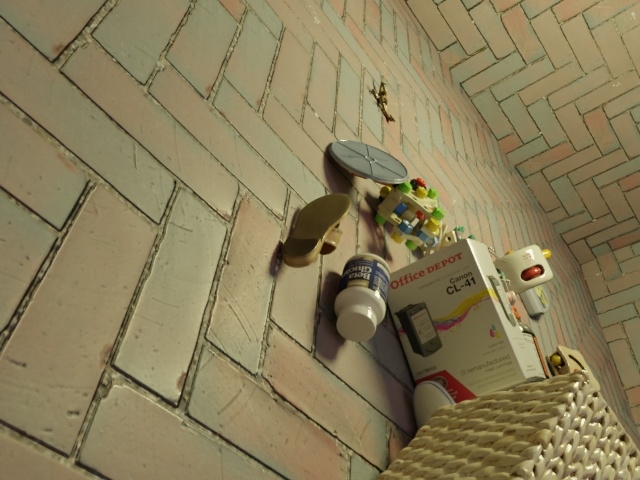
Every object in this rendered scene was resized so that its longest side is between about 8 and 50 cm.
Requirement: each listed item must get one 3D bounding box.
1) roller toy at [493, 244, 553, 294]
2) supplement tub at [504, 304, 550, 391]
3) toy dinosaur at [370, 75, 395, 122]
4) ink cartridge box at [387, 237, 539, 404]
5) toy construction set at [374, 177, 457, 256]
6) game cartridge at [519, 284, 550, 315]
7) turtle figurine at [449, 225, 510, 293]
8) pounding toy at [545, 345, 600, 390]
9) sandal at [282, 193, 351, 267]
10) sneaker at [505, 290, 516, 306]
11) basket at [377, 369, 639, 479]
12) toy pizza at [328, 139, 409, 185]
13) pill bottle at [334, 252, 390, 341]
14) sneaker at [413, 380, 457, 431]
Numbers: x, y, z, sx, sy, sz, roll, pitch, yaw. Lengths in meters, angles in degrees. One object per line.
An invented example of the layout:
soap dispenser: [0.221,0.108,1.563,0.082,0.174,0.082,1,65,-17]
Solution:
roller toy: [0.675,0.101,2.062,0.191,0.209,0.146,-6,70,-55]
supplement tub: [0.420,0.329,1.397,0.207,0.207,0.337,34,38,-44]
toy dinosaur: [0.193,-0.455,1.908,0.092,0.053,0.183,41,38,-64]
ink cartridge box: [0.286,0.181,1.277,0.131,0.226,0.306,14,53,-58]
toy construction set: [0.252,-0.057,1.517,0.215,0.151,0.328,47,11,25]
game cartridge: [0.856,0.204,2.449,0.294,0.060,0.196,-13,81,-62]
turtle figurine: [0.481,0.066,1.846,0.175,0.118,0.234,55,8,-47]
pounding toy: [0.891,0.532,2.190,0.154,0.154,0.269,4,48,-27]
sandal: [-0.006,-0.001,1.126,0.240,0.088,0.079,-56,147,-53]
sneaker: [0.600,0.217,2.000,0.134,0.070,0.051,76,-2,-51]
basket: [0.278,0.404,0.892,0.328,0.331,0.266,-30,88,-45]
toy pizza: [0.111,-0.178,1.428,0.201,0.032,0.201,16,29,-9]
pill bottle: [0.077,0.106,1.122,0.094,0.094,0.169,51,29,-21]
sneaker: [0.225,0.386,1.126,0.091,0.094,0.258,26,45,-56]
